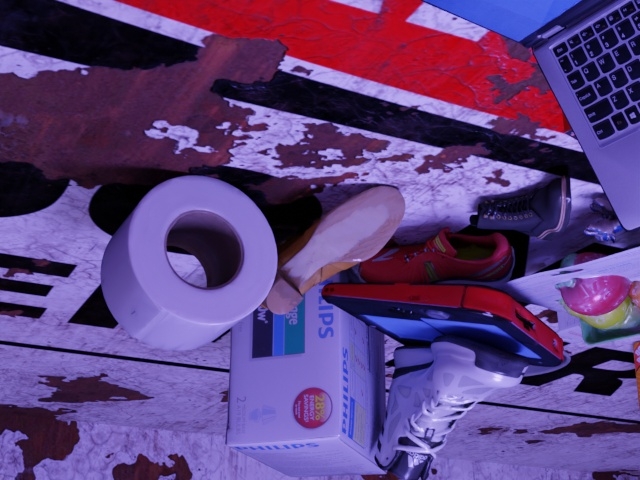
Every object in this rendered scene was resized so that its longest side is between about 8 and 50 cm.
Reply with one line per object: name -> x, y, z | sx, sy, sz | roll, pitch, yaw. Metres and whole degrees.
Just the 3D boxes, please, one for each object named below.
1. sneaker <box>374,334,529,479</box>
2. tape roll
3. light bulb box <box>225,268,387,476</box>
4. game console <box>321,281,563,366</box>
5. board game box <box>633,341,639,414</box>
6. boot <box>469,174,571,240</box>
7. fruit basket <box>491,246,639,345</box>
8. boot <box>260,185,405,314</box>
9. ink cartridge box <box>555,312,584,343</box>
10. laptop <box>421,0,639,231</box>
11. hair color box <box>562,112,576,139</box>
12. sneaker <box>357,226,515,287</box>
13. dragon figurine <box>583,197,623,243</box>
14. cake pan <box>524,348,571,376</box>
sneaker -> 0.232, 0.321, 1.954 | 0.169, 0.258, 0.447 | 17, 166, -12
tape roll -> -0.211, 0.039, 1.704 | 0.246, 0.246, 0.169 | 10, 157, -23
light bulb box -> -0.017, 0.256, 2.095 | 0.225, 0.358, 0.361 | -7, 156, 16
game console -> 0.230, 0.155, 1.926 | 0.342, 0.060, 0.386 | -1, 160, 31
board game box -> 0.975, 0.393, 2.413 | 0.356, 0.356, 0.356 | 16, 154, -34
boot -> 0.318, -0.050, 1.703 | 0.137, 0.077, 0.198 | 6, 157, 1
fruit basket -> 0.515, 0.069, 1.867 | 0.353, 0.166, 0.327 | 21, 151, -40
boot -> 0.000, 0.001, 1.790 | 0.104, 0.295, 0.211 | 49, 180, -14
ink cartridge box -> 0.569, 0.161, 2.239 | 0.104, 0.060, 0.180 | 17, 153, -37
laptop -> 0.313, -0.210, 1.089 | 0.236, 0.408, 0.382 | -26, 179, -39
hair color box -> 0.401, -0.154, 1.467 | 0.141, 0.043, 0.072 | 18, 151, -39
sneaker -> 0.202, 0.024, 1.893 | 0.279, 0.107, 0.118 | -5, 140, 6
dragon figurine -> 0.555, -0.055, 1.658 | 0.289, 0.085, 0.144 | -2, 158, 9
cake pan -> 0.434, 0.261, 2.506 | 0.293, 0.054, 0.293 | 0, 158, 0
